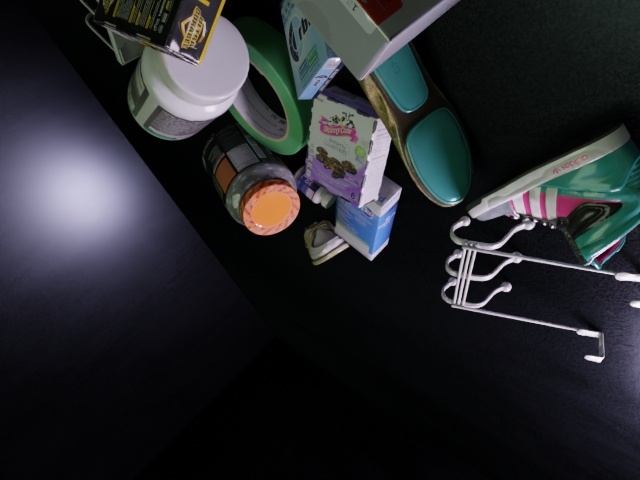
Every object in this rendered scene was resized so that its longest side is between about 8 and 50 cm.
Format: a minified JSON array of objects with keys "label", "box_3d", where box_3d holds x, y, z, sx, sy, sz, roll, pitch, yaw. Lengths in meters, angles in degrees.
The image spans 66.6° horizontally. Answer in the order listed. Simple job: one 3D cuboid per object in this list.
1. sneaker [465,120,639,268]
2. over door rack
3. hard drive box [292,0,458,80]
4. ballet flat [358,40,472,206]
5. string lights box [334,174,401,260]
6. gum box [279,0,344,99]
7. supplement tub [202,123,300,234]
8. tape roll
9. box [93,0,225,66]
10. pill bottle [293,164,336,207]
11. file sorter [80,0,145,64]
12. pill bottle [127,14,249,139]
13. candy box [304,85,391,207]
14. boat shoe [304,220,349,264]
[{"label":"sneaker","box_3d":[0.361,-0.039,0.731,0.178,0.124,0.295,57,158,0]},{"label":"over door rack","box_3d":[0.398,0.079,0.909,0.324,0.108,0.239,20,150,22]},{"label":"hard drive box","box_3d":[0.078,-0.332,0.569,0.181,0.232,0.089,48,159,-6]},{"label":"ballet flat","box_3d":[0.153,-0.216,0.829,0.348,0.123,0.123,55,157,-23]},{"label":"string lights box","box_3d":[0.108,-0.069,1.200,0.133,0.077,0.259,39,158,19]},{"label":"gum box","box_3d":[-0.015,-0.361,0.836,0.157,0.041,0.184,159,102,-68]},{"label":"supplement tub","box_3d":[-0.185,-0.165,1.308,0.316,0.194,0.193,55,170,43]},{"label":"tape roll","box_3d":[-0.133,-0.354,1.148,0.321,0.077,0.321,39,158,19]},{"label":"box","box_3d":[-0.241,-0.483,0.815,0.257,0.321,0.079,31,-168,36]},{"label":"pill bottle","box_3d":[-0.014,-0.143,1.312,0.120,0.067,0.067,41,158,13]},{"label":"file sorter","box_3d":[-0.414,-0.560,1.015,0.173,0.193,0.277,44,157,15]},{"label":"pill bottle","box_3d":[-0.298,-0.350,1.073,0.204,0.204,0.361,54,158,-18]},{"label":"candy box","box_3d":[0.054,-0.193,0.998,0.165,0.070,0.196,34,133,31]},{"label":"boat shoe","box_3d":[0.000,0.000,1.431,0.103,0.113,0.302,63,170,-5]}]
